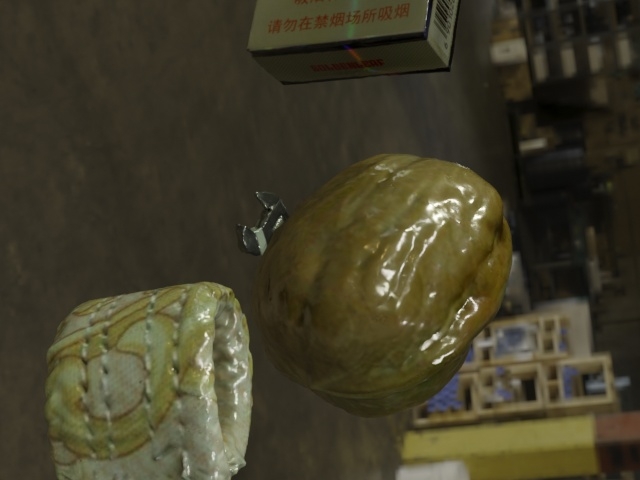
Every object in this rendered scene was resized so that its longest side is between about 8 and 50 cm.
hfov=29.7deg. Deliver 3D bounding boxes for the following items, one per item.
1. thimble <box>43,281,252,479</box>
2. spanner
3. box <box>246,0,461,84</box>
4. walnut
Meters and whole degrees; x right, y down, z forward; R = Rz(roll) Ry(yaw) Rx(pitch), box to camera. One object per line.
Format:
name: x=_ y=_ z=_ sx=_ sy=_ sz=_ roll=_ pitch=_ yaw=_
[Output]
thimble: x=-0.136 y=0.129 z=0.984 sx=0.137 sy=0.143 sz=0.190 roll=66 pitch=18 yaw=-55
spanner: x=0.000 y=0.000 z=1.672 sx=0.316 sy=0.024 sz=0.087 roll=16 pitch=87 yaw=-47
box: x=0.052 y=-0.316 z=1.226 sx=0.084 sy=0.198 sz=0.310 roll=37 pitch=57 yaw=-55
walnut: x=0.059 y=0.038 z=1.215 sx=0.283 sy=0.283 sz=0.227 roll=-82 pitch=153 yaw=-44
